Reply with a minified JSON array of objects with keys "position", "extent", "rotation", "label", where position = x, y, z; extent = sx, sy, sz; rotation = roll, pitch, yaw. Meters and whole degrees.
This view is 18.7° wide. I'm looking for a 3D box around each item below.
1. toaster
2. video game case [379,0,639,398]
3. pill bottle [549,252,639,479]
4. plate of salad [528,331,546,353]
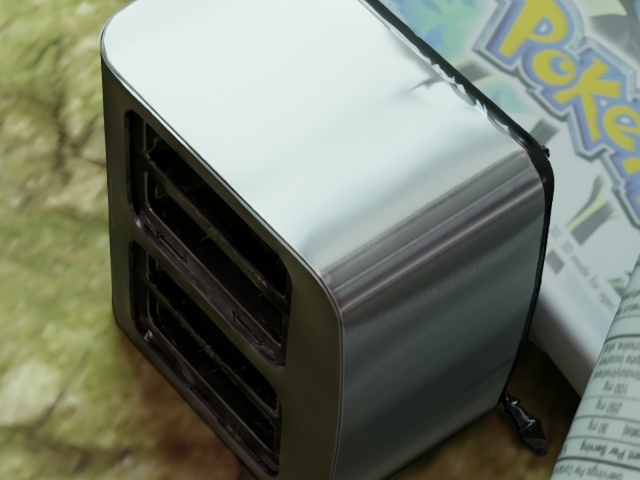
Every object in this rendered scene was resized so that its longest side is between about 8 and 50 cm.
[{"position":[0.000,0.000,0.735],"extent":[0.110,0.168,0.185],"rotation":[-33,62,-24],"label":"toaster"},{"position":[0.194,-0.052,0.814],"extent":[0.300,0.036,0.329],"rotation":[-33,78,-23],"label":"video game case"},{"position":[0.163,0.080,0.645],"extent":[0.160,0.160,0.283],"rotation":[22,80,9],"label":"pill bottle"},{"position":[0.147,-0.021,0.839],"extent":[0.200,0.048,0.200],"rotation":[4,67,-10],"label":"plate of salad"}]
